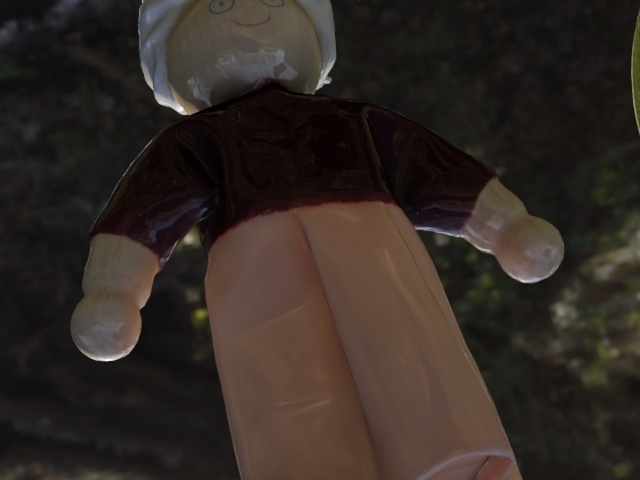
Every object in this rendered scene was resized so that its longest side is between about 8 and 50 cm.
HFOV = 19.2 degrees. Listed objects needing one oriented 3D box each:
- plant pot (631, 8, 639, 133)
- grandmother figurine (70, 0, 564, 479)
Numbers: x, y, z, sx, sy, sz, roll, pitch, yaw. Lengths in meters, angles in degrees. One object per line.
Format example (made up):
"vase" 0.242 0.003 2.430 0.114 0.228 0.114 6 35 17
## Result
"plant pot" 0.276 -0.110 0.823 0.276 0.276 0.254 -15 166 5
"grandmother figurine" 0.000 0.000 0.773 0.208 0.342 0.104 0 137 -25
